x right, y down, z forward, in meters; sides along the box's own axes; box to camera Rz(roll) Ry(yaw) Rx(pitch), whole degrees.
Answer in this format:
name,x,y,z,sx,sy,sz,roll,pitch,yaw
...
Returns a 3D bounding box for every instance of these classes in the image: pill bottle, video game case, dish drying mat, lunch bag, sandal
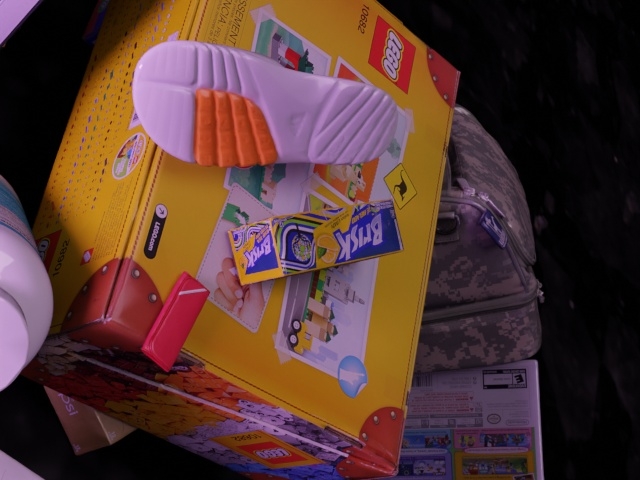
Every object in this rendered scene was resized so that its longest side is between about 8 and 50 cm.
name,x,y,z,sx,sy,sz,roll,pitch,yaw
pill bottle,-0.301,0.032,0.928,0.146,0.146,0.264,41,2,-30
video game case,0.171,0.250,1.424,0.023,0.212,0.193,35,53,-75
dish drying mat,-0.119,0.066,0.935,0.032,0.008,0.083,45,50,-27
lunch bag,0.163,-0.011,1.447,0.305,0.212,0.256,-87,166,-58
sandal,-0.054,-0.115,1.008,0.265,0.076,0.102,6,104,-34

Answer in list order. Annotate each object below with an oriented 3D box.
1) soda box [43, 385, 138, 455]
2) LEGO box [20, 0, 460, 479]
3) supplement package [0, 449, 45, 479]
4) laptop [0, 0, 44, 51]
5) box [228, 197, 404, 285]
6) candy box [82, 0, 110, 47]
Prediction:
name,x,y,z,sx,sy,sz,roll,pitch,yaw
soda box,-0.244,0.118,1.128,0.061,0.058,0.181,-28,93,-53
LEGO box,-0.067,-0.047,1.173,0.372,0.193,0.500,33,56,-35
supplement package,-0.370,0.205,0.833,0.293,0.177,0.175,44,44,-28
laptop,-0.408,-0.299,0.882,0.382,0.408,0.236,46,21,-7
box,0.000,0.000,1.040,0.169,0.059,0.054,-11,88,-47
candy box,-0.113,-0.269,1.430,0.317,0.122,0.268,40,49,-32
